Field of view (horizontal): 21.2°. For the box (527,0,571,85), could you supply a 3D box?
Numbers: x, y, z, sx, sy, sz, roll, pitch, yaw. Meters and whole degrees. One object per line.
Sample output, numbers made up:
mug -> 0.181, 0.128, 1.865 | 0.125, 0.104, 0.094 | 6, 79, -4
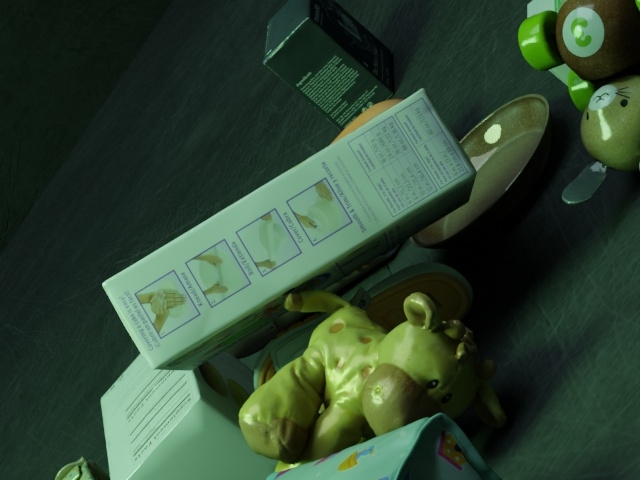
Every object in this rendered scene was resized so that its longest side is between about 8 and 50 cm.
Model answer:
box -> 0.267, -0.207, 1.681 | 0.087, 0.102, 0.101 | -43, 20, 29

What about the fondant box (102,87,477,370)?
fondant box -> -0.020, -0.001, 1.577 | 0.330, 0.096, 0.238 | -32, -6, 0

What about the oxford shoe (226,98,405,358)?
oxford shoe -> 0.000, 0.000, 1.886 | 0.364, 0.130, 0.133 | -50, 25, 7

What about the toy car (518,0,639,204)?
toy car -> 0.259, -0.119, 1.487 | 0.155, 0.149, 0.188 | -19, 46, 42

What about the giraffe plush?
giraffe plush -> 0.061, 0.126, 1.425 | 0.170, 0.181, 0.210 | -8, 61, 48

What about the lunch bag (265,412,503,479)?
lunch bag -> 0.014, 0.279, 1.231 | 0.223, 0.160, 0.262 | -29, 21, 47

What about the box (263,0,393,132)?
box -> 0.012, -0.245, 2.290 | 0.093, 0.158, 0.156 | -44, 19, 20

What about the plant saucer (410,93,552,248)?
plant saucer -> 0.170, -0.062, 1.734 | 0.198, 0.036, 0.198 | -45, 18, 18

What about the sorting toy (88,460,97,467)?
sorting toy -> -0.339, 0.382, 2.041 | 0.193, 0.038, 0.208 | -52, 7, 43

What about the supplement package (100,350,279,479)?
supplement package -> -0.129, 0.201, 1.766 | 0.134, 0.139, 0.244 | -49, 19, 7

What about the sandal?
sandal -> 0.030, 0.110, 1.622 | 0.265, 0.102, 0.076 | -37, 19, 31

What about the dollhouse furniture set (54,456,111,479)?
dollhouse furniture set -> -0.289, 0.335, 1.944 | 0.161, 0.101, 0.182 | -51, 17, -2
